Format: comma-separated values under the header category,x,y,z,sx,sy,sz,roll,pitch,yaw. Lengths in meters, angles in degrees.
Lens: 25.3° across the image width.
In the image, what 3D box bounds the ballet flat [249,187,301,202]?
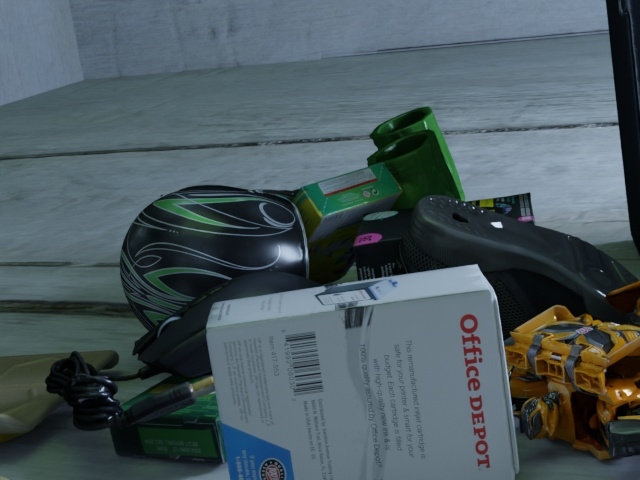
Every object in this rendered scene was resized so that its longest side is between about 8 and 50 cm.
category,x,y,z,sx,sy,sz,roll,pitch,yaw
ballet flat,-0.040,-0.012,1.598,0.280,0.095,0.096,-8,0,-44

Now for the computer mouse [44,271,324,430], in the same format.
category,x,y,z,sx,sy,sz,roll,pitch,yaw
computer mouse,-0.090,0.077,1.133,0.262,0.060,0.184,-15,12,-12

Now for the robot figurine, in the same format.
category,x,y,z,sx,sy,sz,roll,pitch,yaw
robot figurine,0.260,0.076,1.040,0.291,0.085,0.211,-16,15,-28

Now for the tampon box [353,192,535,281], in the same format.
category,x,y,z,sx,sy,sz,roll,pitch,yaw
tampon box,0.119,0.025,1.297,0.161,0.101,0.120,-7,13,7

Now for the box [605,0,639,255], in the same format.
category,x,y,z,sx,sy,sz,roll,pitch,yaw
box,0.482,-0.139,1.331,0.396,0.293,0.212,-7,14,7

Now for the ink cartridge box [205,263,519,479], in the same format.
category,x,y,z,sx,sy,sz,roll,pitch,yaw
ink cartridge box,0.028,0.102,0.967,0.191,0.139,0.082,-8,12,0

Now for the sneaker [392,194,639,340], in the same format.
category,x,y,z,sx,sy,sz,roll,pitch,yaw
sneaker,0.165,0.055,1.196,0.228,0.130,0.087,17,31,-9

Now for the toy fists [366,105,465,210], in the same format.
category,x,y,z,sx,sy,sz,roll,pitch,yaw
toy fists,0.104,-0.047,1.529,0.096,0.142,0.279,-22,12,8

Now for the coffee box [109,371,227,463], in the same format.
category,x,y,z,sx,sy,sz,roll,pitch,yaw
coffee box,-0.068,0.123,1.148,0.113,0.040,0.184,-2,16,34

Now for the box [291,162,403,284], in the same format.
category,x,y,z,sx,sy,sz,roll,pitch,yaw
box,0.000,0.000,1.412,0.105,0.043,0.179,-18,-26,-34

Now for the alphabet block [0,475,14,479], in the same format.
category,x,y,z,sx,sy,sz,roll,pitch,yaw
alphabet block,-0.135,0.215,0.518,0.193,0.192,0.197,-19,16,-41

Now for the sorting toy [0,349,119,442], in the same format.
category,x,y,z,sx,sy,sz,roll,pitch,yaw
sorting toy,-0.300,0.141,1.250,0.193,0.038,0.208,-4,10,17

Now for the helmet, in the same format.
category,x,y,z,sx,sy,sz,roll,pitch,yaw
helmet,-0.102,0.027,1.313,0.162,0.169,0.169,-1,12,-15
